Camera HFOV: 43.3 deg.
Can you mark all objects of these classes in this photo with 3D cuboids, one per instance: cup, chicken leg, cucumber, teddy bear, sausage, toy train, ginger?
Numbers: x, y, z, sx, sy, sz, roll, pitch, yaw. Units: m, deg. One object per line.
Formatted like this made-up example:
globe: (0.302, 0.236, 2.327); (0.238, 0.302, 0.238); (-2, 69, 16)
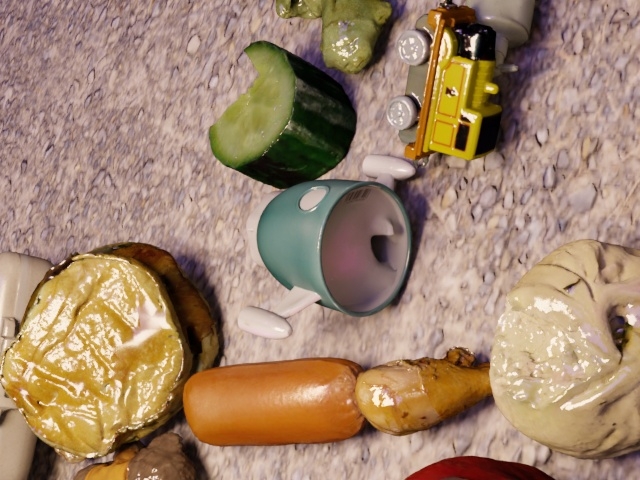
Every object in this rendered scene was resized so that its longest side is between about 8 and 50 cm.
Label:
cup: (0.000, 0.000, 1.008); (0.173, 0.167, 0.300); (11, 54, 47)
chicken leg: (0.142, 0.163, 0.899); (0.207, 0.101, 0.085); (-14, 69, 9)
cucumber: (-0.054, -0.165, 1.127); (0.191, 0.130, 0.191); (-16, 65, 38)
teddy bear: (-0.250, 0.344, 1.082); (0.190, 0.140, 0.177); (-30, 56, 14)
sausage: (-0.058, 0.203, 1.011); (0.274, 0.105, 0.105); (-11, 68, 32)
toy train: (0.156, -0.182, 0.958); (0.127, 0.089, 0.219); (23, 118, 32)
ginger: (0.007, -0.356, 1.171); (0.137, 0.089, 0.290); (-36, 60, -2)

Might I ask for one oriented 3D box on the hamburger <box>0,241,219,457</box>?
hamburger: (-0.292, 0.144, 1.126); (0.284, 0.134, 0.266); (-35, 89, 0)

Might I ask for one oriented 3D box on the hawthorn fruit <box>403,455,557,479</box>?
hawthorn fruit: (0.147, 0.355, 0.717); (0.265, 0.265, 0.307); (35, 100, 38)

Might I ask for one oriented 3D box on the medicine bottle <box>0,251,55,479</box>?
medicine bottle: (-0.512, 0.212, 1.275); (0.282, 0.122, 0.375); (-14, 66, 57)

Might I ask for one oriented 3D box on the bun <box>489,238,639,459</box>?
bun: (0.273, 0.102, 0.783); (0.237, 0.116, 0.210); (-32, 66, 7)

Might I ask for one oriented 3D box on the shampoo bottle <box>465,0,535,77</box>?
shampoo bottle: (0.229, -0.328, 1.001); (0.085, 0.085, 0.263); (4, 77, 36)

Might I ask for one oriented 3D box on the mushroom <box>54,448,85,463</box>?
mushroom: (-0.359, 0.195, 1.224); (0.099, 0.096, 0.278); (3, 75, -4)
